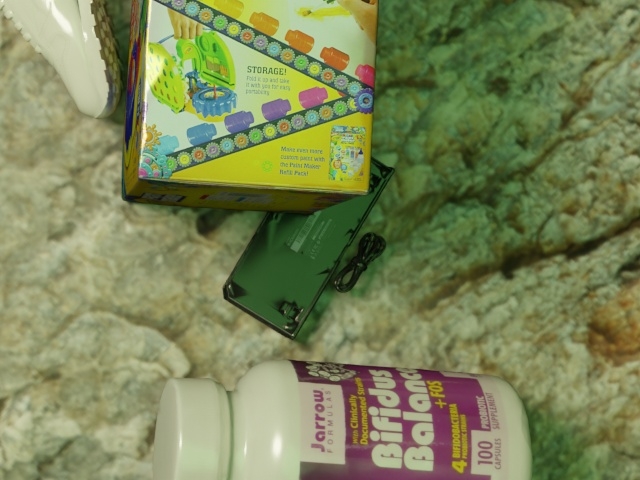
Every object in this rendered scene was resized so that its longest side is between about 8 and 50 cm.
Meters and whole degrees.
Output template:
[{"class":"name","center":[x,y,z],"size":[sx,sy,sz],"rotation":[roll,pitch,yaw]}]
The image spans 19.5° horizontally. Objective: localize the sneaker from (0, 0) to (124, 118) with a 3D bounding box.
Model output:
[{"class":"sneaker","center":[-0.237,-0.210,1.590],"size":[0.094,0.090,0.235],"rotation":[-19,91,1]}]

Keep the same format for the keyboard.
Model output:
[{"class":"keyboard","center":[0.000,0.000,1.669],"size":[0.108,0.023,0.180],"rotation":[32,83,-5]}]

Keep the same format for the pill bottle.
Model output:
[{"class":"pill bottle","center":[0.014,0.188,1.594],"size":[0.301,0.169,0.169],"rotation":[5,88,-14]}]

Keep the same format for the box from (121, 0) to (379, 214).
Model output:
[{"class":"box","center":[-0.061,-0.171,1.510],"size":[0.177,0.290,0.279],"rotation":[4,87,-8]}]
